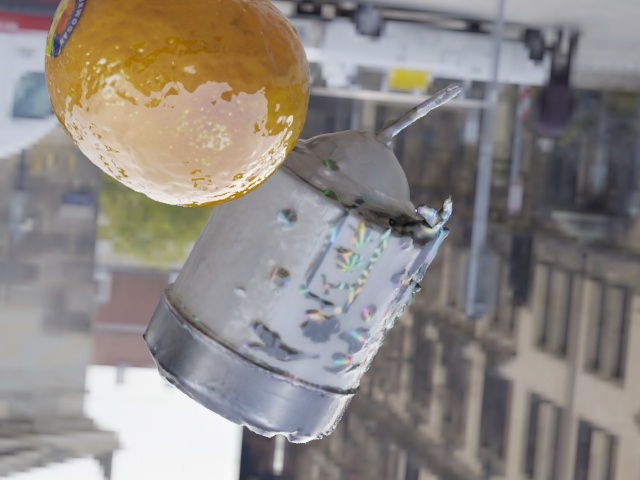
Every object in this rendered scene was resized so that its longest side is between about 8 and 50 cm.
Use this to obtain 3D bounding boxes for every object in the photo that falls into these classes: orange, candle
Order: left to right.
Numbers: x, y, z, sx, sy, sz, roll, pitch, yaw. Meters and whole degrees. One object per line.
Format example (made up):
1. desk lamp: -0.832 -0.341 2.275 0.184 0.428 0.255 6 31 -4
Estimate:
1. orange: -0.093 -0.105 1.145 0.177 0.155 0.177 25 -178 -1
2. candle: 0.000 0.000 1.452 0.187 0.330 0.187 29 -170 -6
